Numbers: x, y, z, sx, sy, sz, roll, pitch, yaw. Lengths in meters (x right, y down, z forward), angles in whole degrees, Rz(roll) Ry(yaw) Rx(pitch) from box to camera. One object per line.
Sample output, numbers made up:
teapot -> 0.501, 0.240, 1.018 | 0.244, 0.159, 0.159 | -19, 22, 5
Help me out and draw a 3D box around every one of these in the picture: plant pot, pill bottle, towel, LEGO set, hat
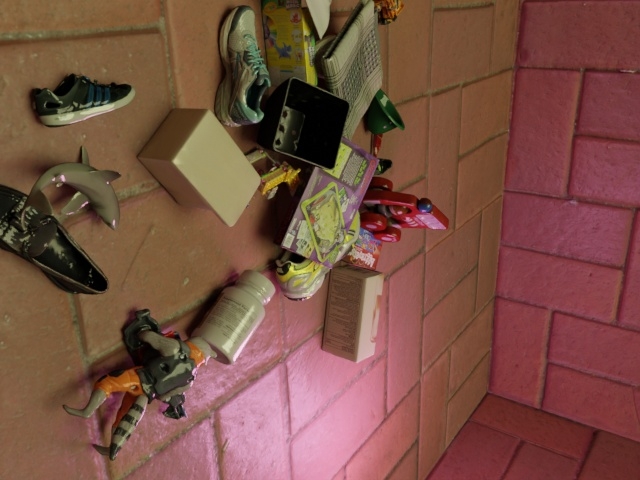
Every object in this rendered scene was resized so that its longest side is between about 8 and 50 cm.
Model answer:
plant pot -> -0.062, -0.297, 1.588 | 0.188, 0.167, 0.188 | 15, 88, -34
pill bottle -> -0.218, 0.193, 1.582 | 0.229, 0.131, 0.131 | -57, 142, -29
towel -> 0.107, -0.473, 1.710 | 0.312, 0.056, 0.324 | 73, 36, -50
LEGO set -> -0.133, -0.179, 1.648 | 0.132, 0.107, 0.287 | -53, 164, 30
hat -> 0.167, -0.387, 2.070 | 0.208, 0.184, 0.173 | 61, 24, 12

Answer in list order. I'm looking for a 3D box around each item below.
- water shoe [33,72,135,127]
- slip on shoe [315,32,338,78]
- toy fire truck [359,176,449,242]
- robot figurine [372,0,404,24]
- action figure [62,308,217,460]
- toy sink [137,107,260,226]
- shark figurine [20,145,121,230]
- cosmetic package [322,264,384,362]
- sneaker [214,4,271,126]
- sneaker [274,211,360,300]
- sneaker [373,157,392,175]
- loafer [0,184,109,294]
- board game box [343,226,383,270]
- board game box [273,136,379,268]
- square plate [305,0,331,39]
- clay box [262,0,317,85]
water shoe -> -0.434, -0.276, 1.145 | 0.203, 0.073, 0.080 | -39, 129, -44
slip on shoe -> 0.036, -0.525, 1.718 | 0.331, 0.101, 0.122 | -43, 142, -55
toy fire truck -> 0.283, -0.106, 2.105 | 0.302, 0.254, 0.169 | 34, 62, -55
robot figurine -> 0.245, -0.841, 1.973 | 0.290, 0.085, 0.211 | -63, 144, -22
action figure -> -0.366, 0.348, 1.378 | 0.330, 0.179, 0.341 | -42, 132, -29
toy sink -> -0.269, -0.162, 1.384 | 0.152, 0.131, 0.234 | -62, 139, -23
shark figurine -> -0.428, -0.105, 1.112 | 0.278, 0.116, 0.166 | -1, 86, -77
cosmetic package -> 0.111, 0.244, 2.086 | 0.129, 0.153, 0.296 | -8, 109, -55
sneaker -> -0.166, -0.411, 1.459 | 0.110, 0.122, 0.282 | -13, 111, -55
sneaker -> 0.000, 0.000, 1.839 | 0.384, 0.145, 0.147 | -58, 143, -30
sneaker -> 0.167, -0.245, 2.045 | 0.188, 0.078, 0.067 | -19, 94, -39
loafer -> -0.498, 0.005, 1.122 | 0.109, 0.095, 0.302 | -61, 144, -24
board game box -> 0.141, 0.019, 2.167 | 0.281, 0.027, 0.145 | 23, 82, -57
board game box -> 0.021, -0.113, 1.708 | 0.208, 0.056, 0.346 | 26, 86, -36
square plate -> -0.028, -0.728, 1.460 | 0.347, 0.049, 0.343 | 61, 24, -57
clay box -> -0.078, -0.506, 1.557 | 0.053, 0.128, 0.221 | -34, 128, -48
